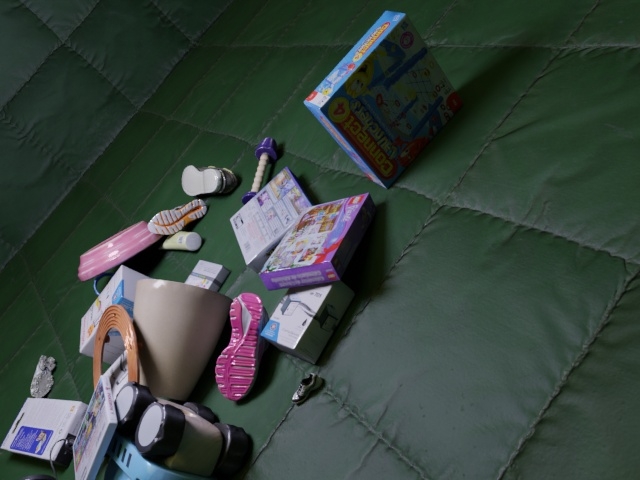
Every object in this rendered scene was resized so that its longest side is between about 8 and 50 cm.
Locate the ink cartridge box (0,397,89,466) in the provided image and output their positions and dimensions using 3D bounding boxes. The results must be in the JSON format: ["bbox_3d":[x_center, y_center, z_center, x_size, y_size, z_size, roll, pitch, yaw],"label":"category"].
[{"bbox_3d":[-0.848,0.583,1.848,0.370,0.069,0.176,-8,51,39],"label":"ink cartridge box"}]

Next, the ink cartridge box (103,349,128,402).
[{"bbox_3d":[-0.522,0.380,1.686,0.203,0.086,0.148,-49,35,-4],"label":"ink cartridge box"}]

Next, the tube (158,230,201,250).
[{"bbox_3d":[-0.483,0.000,2.055,0.240,0.070,0.062,3,100,53],"label":"tube"}]

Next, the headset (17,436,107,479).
[{"bbox_3d":[-0.700,0.702,1.551,0.243,0.185,0.395,19,85,48],"label":"headset"}]

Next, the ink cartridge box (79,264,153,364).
[{"bbox_3d":[-0.586,0.234,1.797,0.233,0.168,0.171,-50,32,15],"label":"ink cartridge box"}]

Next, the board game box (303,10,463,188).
[{"bbox_3d":[0.164,-0.340,1.484,0.302,0.308,0.086,-49,36,-2],"label":"board game box"}]

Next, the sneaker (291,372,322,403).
[{"bbox_3d":[-0.036,0.315,1.282,0.083,0.037,0.032,-45,36,6],"label":"sneaker"}]

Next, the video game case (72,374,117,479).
[{"bbox_3d":[-0.503,0.434,1.329,0.183,0.023,0.202,41,110,58],"label":"video game case"}]

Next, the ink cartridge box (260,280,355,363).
[{"bbox_3d":[-0.029,0.171,1.380,0.139,0.082,0.191,9,63,50],"label":"ink cartridge box"}]

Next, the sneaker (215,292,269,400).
[{"bbox_3d":[-0.172,0.258,1.438,0.102,0.111,0.253,11,81,18],"label":"sneaker"}]

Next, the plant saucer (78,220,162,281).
[{"bbox_3d":[-0.718,0.025,2.126,0.332,0.084,0.332,-27,13,7],"label":"plant saucer"}]

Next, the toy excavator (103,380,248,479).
[{"bbox_3d":[-0.425,0.554,1.331,0.432,0.222,0.446,8,70,51],"label":"toy excavator"}]

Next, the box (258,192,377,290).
[{"bbox_3d":[0.000,0.000,1.447,0.200,0.057,0.293,-11,29,32],"label":"box"}]

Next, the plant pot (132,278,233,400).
[{"bbox_3d":[-0.378,0.265,1.543,0.256,0.256,0.274,-7,66,42],"label":"plant pot"}]

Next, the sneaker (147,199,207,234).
[{"bbox_3d":[-0.501,-0.076,2.085,0.214,0.084,0.083,-24,10,-29],"label":"sneaker"}]

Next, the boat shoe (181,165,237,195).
[{"bbox_3d":[-0.406,-0.213,2.148,0.304,0.091,0.109,9,100,52],"label":"boat shoe"}]

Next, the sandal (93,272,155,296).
[{"bbox_3d":[-0.649,0.168,1.988,0.317,0.138,0.126,-8,48,40],"label":"sandal"}]

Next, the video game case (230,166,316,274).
[{"bbox_3d":[-0.135,-0.063,1.739,0.244,0.061,0.270,-42,35,9],"label":"video game case"}]

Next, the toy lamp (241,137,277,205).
[{"bbox_3d":[-0.190,-0.226,1.949,0.080,0.080,0.275,-19,46,33],"label":"toy lamp"}]

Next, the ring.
[{"bbox_3d":[-0.516,0.331,1.525,0.336,0.032,0.337,-3,87,53],"label":"ring"}]

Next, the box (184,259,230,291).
[{"bbox_3d":[-0.366,0.152,1.791,0.145,0.038,0.186,9,63,51],"label":"box"}]

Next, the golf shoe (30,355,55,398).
[{"bbox_3d":[-0.973,0.491,2.089,0.086,0.069,0.176,-53,26,28],"label":"golf shoe"}]
